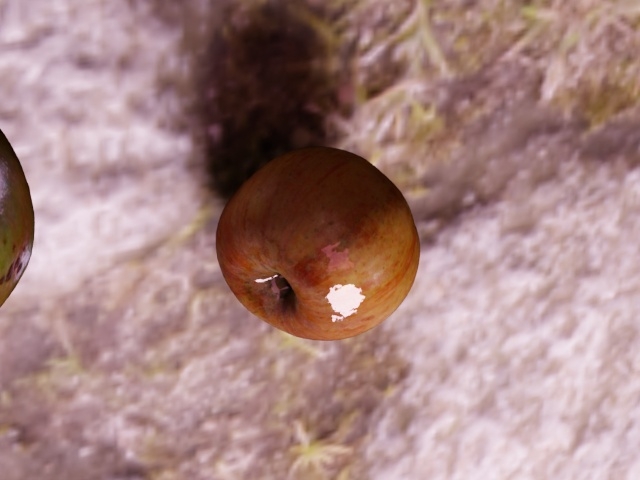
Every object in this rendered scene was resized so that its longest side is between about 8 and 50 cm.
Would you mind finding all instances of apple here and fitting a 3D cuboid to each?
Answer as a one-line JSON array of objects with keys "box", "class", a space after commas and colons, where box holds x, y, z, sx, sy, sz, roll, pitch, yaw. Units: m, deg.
[{"box": [0.000, 0.000, 0.791, 0.071, 0.084, 0.084, -56, 133, -33], "class": "apple"}]

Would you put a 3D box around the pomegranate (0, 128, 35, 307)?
[{"box": [-0.166, -0.019, 0.668, 0.114, 0.114, 0.142, -41, 103, -9], "class": "pomegranate"}]
